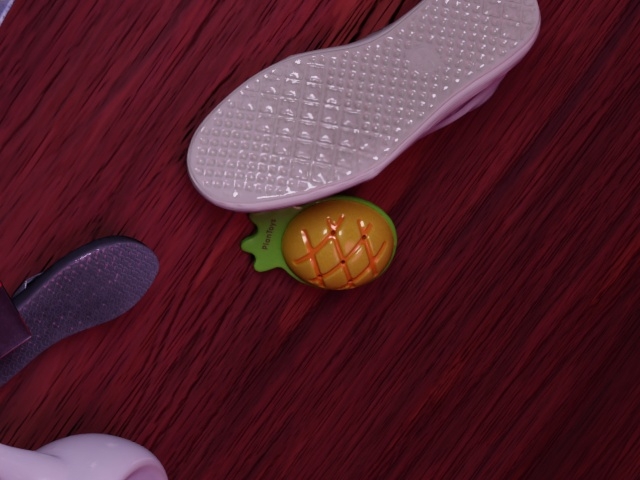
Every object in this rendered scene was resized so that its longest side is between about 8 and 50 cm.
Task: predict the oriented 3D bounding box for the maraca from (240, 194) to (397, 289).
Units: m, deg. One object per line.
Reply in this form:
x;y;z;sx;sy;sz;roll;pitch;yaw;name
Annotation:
0.000;0.000;2.146;0.186;0.099;0.127;8;114;-14;maraca

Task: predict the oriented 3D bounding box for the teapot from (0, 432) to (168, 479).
-0.299;0.330;2.079;0.252;0.187;0.256;-15;115;-66;teapot

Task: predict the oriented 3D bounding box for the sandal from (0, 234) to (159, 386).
-0.298;0.068;1.985;0.254;0.054;0.097;-31;129;-5;sandal

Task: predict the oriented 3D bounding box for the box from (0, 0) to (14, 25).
-0.391;-0.367;1.183;0.472;0.297;0.479;39;61;-32;box

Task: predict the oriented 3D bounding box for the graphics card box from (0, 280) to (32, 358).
-0.459;0.021;1.772;0.233;0.094;0.371;-34;132;-15;graphics card box

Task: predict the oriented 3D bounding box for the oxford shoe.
0.053;-0.155;2.046;0.449;0.169;0.130;-31;171;-16;oxford shoe
